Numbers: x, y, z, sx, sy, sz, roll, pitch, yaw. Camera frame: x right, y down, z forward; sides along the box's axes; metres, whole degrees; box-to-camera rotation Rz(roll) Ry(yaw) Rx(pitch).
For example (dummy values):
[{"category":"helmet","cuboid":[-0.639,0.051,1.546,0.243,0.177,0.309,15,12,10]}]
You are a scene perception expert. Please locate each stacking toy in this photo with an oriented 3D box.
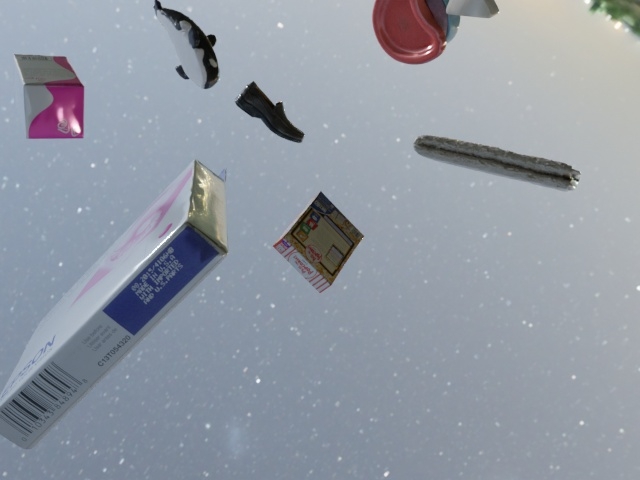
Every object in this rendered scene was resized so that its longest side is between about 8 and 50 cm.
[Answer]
[{"category":"stacking toy","cuboid":[0.179,-0.463,1.136,0.130,0.279,0.309,-34,-71,-30]}]

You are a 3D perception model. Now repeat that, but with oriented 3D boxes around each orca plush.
[{"category":"orca plush","cuboid":[-0.317,-0.495,1.768,0.102,0.151,0.287,-19,-131,-34]}]

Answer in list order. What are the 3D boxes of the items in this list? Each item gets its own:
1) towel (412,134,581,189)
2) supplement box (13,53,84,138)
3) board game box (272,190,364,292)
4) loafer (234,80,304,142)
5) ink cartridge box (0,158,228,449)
[{"category":"towel","cuboid":[0.313,-0.139,1.236,0.282,0.049,0.187,16,-173,19]},{"category":"supplement box","cuboid":[-0.551,-0.294,1.414,0.111,0.114,0.220,-4,-152,-27]},{"category":"board game box","cuboid":[0.000,0.000,1.535,0.147,0.045,0.193,46,-137,-8]},{"category":"loafer","cuboid":[-0.098,-0.271,1.497,0.170,0.061,0.062,32,-163,-19]},{"category":"ink cartridge box","cuboid":[-0.247,0.046,0.879,0.071,0.324,0.330,42,-170,-21]}]
